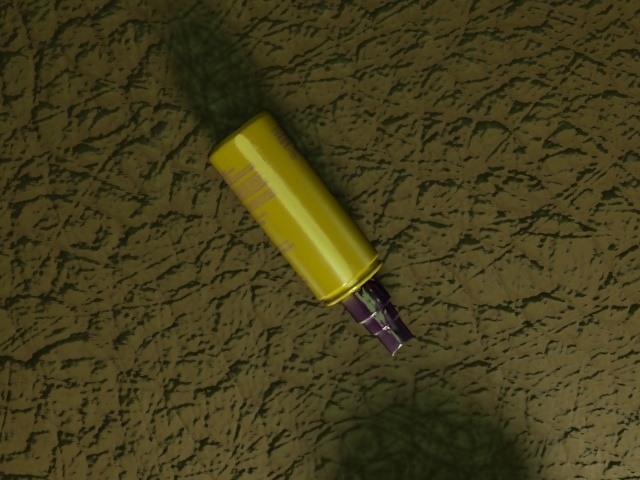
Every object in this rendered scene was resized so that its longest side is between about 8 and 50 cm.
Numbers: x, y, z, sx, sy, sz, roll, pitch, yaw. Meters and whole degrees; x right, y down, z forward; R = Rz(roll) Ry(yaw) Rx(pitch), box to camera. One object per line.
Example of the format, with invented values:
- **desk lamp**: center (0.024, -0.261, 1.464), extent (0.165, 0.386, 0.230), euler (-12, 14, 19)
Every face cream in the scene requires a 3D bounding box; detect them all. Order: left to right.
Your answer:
- **face cream**: center (0.000, 0.000, 1.092), extent (0.078, 0.078, 0.273), euler (-38, 95, 2)
